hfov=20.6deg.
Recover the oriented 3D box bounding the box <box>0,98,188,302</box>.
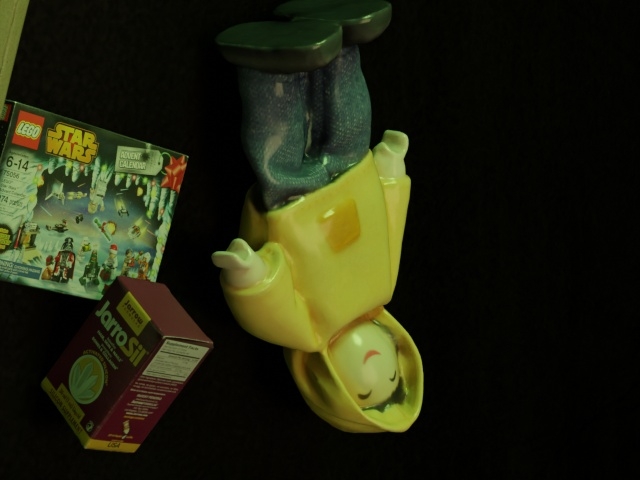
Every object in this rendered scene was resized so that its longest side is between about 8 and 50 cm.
[{"bbox_3d":[-0.137,-0.018,0.964,0.137,0.027,0.094,15,89,-51],"label":"box"}]

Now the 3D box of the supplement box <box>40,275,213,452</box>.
[{"bbox_3d":[-0.108,0.070,0.980,0.043,0.055,0.083,15,116,-51],"label":"supplement box"}]

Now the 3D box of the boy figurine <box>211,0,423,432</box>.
[{"bbox_3d":[0.000,0.000,1.087,0.177,0.092,0.285,-29,119,-45],"label":"boy figurine"}]

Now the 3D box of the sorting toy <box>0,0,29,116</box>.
[{"bbox_3d":[-0.266,-0.082,0.787,0.307,0.041,0.229,13,95,-51],"label":"sorting toy"}]
